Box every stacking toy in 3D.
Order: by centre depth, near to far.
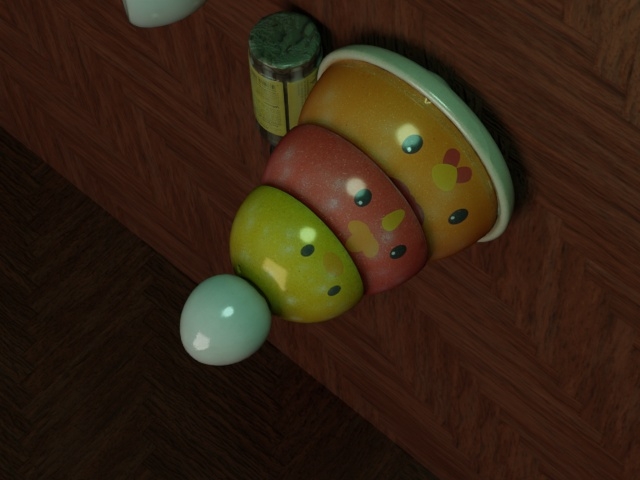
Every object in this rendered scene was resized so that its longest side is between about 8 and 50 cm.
[{"bbox_3d":[0.000,0.000,2.041,0.350,0.480,0.350,38,160,17],"label":"stacking toy"}]

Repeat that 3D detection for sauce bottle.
[{"bbox_3d":[-0.051,-0.210,2.272,0.111,0.111,0.344,39,159,17],"label":"sauce bottle"}]

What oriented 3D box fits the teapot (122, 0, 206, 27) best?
[{"bbox_3d":[-0.197,-0.418,2.063,0.256,0.187,0.252,-118,16,-59],"label":"teapot"}]
